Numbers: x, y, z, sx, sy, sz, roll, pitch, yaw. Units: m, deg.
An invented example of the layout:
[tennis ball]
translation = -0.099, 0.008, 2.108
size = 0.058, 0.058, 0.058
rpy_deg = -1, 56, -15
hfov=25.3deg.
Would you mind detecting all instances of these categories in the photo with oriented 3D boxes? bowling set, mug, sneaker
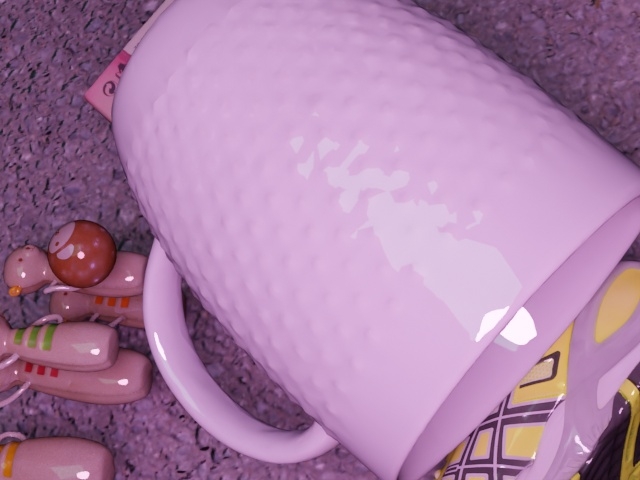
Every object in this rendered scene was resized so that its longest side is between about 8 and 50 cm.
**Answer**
[bowling set]
translation = -0.225, 0.059, 1.177
size = 0.154, 0.199, 0.287
rpy_deg = 2, 32, 11
[mug]
translation = 0.000, 0.000, 1.029
size = 0.328, 0.276, 0.374
rpy_deg = 42, 120, 16
[sneaker]
translation = 0.163, 0.178, 1.137
size = 0.384, 0.145, 0.147
rpy_deg = -47, 47, -4

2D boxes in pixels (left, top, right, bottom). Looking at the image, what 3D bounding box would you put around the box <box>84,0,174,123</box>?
[box]
translation = -0.068, -0.084, 1.256
size = 0.232, 0.148, 0.127
rpy_deg = 41, 89, 23
